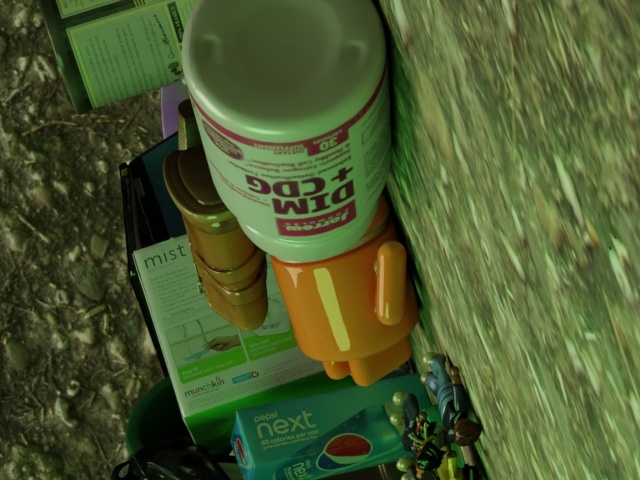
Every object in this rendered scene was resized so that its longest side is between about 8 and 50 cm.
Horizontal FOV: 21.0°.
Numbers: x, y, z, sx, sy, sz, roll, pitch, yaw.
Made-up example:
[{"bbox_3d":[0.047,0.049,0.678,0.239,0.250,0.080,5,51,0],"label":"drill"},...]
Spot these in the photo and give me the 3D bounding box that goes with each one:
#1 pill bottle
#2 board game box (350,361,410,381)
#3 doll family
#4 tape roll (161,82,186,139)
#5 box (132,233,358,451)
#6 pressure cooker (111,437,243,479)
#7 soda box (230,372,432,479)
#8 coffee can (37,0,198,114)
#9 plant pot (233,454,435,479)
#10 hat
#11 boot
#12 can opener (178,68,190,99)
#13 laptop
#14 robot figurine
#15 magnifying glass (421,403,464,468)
[{"bbox_3d":[-0.021,-0.097,1.450,0.283,0.160,0.160,81,170,-66],"label":"pill bottle"},{"bbox_3d":[0.000,0.000,1.890,0.193,0.053,0.305,38,-151,-63],"label":"board game box"},{"bbox_3d":[0.110,0.196,1.598,0.111,0.076,0.193,-107,4,-57],"label":"doll family"},{"bbox_3d":[-0.151,-0.170,2.570,0.275,0.090,0.274,-5,-90,-76],"label":"tape roll"},{"bbox_3d":[-0.062,0.090,2.034,0.126,0.262,0.231,80,170,-61],"label":"box"},{"bbox_3d":[-0.121,0.443,1.931,0.375,0.370,0.420,-62,-10,-48],"label":"pressure cooker"},{"bbox_3d":[0.015,0.206,1.850,0.067,0.210,0.071,104,151,-54],"label":"soda box"},{"bbox_3d":[-0.216,-0.298,2.247,0.201,0.275,0.201,162,90,-85],"label":"coffee can"},{"bbox_3d":[0.017,0.309,2.170,0.263,0.229,0.263,161,90,-85],"label":"plant pot"},{"bbox_3d":[-0.137,0.279,2.175,0.183,0.209,0.173,63,179,-37],"label":"hat"},{"bbox_3d":[-0.099,-0.003,1.740,0.283,0.109,0.220,-121,22,-65],"label":"boot"},{"bbox_3d":[-0.080,-0.164,1.984,0.074,0.093,0.280,64,-168,28],"label":"can opener"},{"bbox_3d":[-0.112,0.050,2.373,0.408,0.236,0.382,-104,-1,-56],"label":"laptop"},{"bbox_3d":[0.022,0.029,1.665,0.158,0.128,0.219,-97,-10,-70],"label":"robot figurine"},{"bbox_3d":[0.150,0.278,1.767,0.092,0.026,0.231,97,156,-79],"label":"magnifying glass"}]
